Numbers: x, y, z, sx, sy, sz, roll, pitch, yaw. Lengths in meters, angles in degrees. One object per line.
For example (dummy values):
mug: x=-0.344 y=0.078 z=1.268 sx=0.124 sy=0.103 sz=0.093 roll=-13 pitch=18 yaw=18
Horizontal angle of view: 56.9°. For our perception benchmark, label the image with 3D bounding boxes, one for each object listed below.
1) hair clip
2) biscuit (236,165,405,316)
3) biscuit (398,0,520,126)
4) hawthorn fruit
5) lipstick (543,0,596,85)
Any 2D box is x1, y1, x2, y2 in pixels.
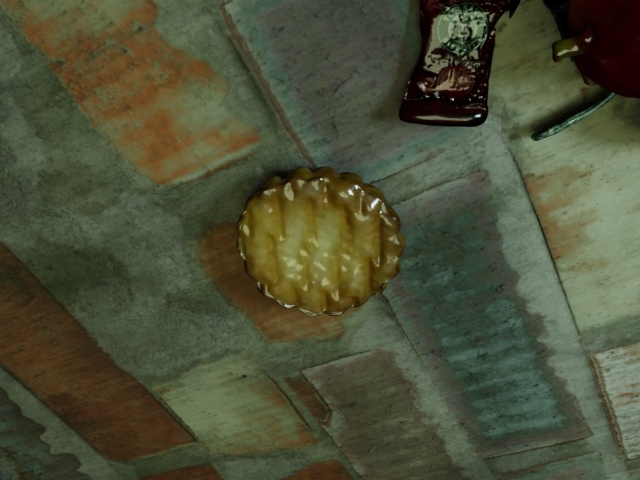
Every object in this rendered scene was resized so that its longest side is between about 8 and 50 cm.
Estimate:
hair clip: x=0.449 y=-0.232 z=0.967 sx=0.229 sy=0.066 sz=0.036 roll=-40 pitch=85 yaw=22
biscuit: x=0.000 y=0.000 z=1.148 sx=0.325 sy=0.107 sz=0.326 roll=3 pitch=121 yaw=4
biscuit: x=0.217 y=-0.298 z=0.942 sx=0.151 sy=0.063 sz=0.235 roll=7 pitch=122 yaw=1
hawthorn fruit: x=0.437 y=-0.296 z=0.733 sx=0.307 sy=0.265 sz=0.265 roll=-16 pitch=122 yaw=3
lipstick: x=0.371 y=-0.355 z=0.865 sx=0.081 sy=0.081 sz=0.300 roll=-23 pitch=126 yaw=21
